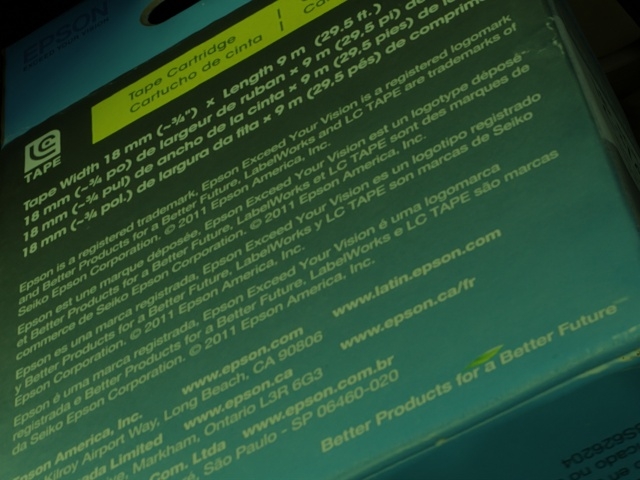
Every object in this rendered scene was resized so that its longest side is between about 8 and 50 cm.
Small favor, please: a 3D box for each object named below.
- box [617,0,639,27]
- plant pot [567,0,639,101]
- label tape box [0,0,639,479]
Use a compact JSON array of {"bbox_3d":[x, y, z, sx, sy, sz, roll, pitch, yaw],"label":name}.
[{"bbox_3d":[0.243,-0.127,0.636,0.270,0.216,0.060,-9,54,40],"label":"box"},{"bbox_3d":[0.057,-0.118,0.819,0.237,0.109,0.237,3,49,-4],"label":"plant pot"},{"bbox_3d":[0.000,0.000,0.627,0.241,0.106,0.333,-28,38,15],"label":"label tape box"}]
